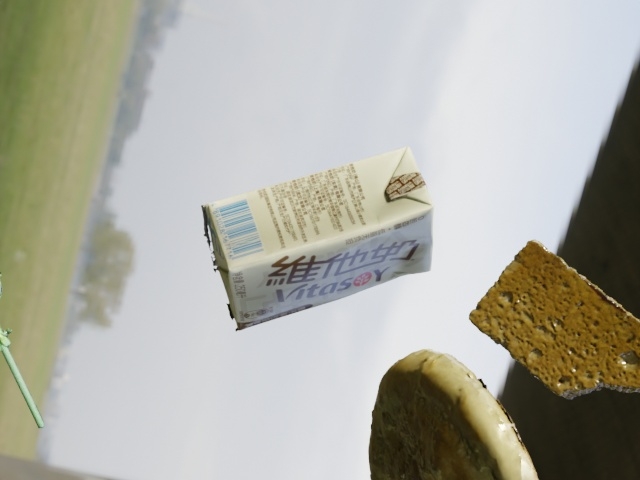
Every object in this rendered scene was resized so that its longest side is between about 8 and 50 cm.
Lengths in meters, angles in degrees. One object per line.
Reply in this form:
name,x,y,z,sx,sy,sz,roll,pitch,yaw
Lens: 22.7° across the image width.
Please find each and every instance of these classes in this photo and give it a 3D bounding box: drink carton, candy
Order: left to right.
candy,-0.495,0.158,2.485,0.091,0.305,0.083,-14,-165,45
drink carton,-0.001,0.000,2.375,0.194,0.324,0.132,85,-14,-60

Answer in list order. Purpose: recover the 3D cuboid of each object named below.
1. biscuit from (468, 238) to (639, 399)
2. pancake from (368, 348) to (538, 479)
biscuit,0.300,0.116,1.876,0.131,0.237,0.026,-54,163,13
pancake,0.151,0.310,1.810,0.387,0.082,0.387,167,-90,-67
